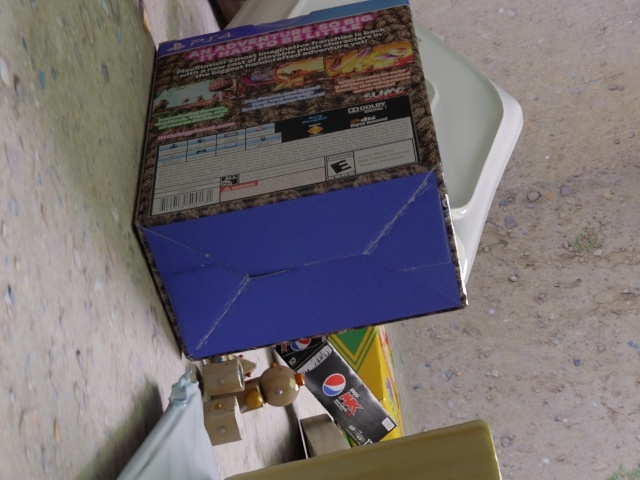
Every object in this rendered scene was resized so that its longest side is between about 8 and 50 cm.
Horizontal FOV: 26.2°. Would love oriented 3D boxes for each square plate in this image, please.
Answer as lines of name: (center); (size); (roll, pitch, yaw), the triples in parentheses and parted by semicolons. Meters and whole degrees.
square plate: (0.061, -0.155, 1.461); (0.347, 0.049, 0.344); (37, 41, -8)

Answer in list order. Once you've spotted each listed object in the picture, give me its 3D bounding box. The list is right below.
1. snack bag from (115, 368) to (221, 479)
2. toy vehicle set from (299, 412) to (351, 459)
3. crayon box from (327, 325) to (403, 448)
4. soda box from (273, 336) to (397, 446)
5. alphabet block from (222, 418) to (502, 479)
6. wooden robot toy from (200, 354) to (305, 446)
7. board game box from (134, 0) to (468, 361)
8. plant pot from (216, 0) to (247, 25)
snack bag: (-0.076, 0.278, 0.861); (0.323, 0.037, 0.342); (-63, 140, -82)
toy vehicle set: (0.021, 0.290, 1.503); (0.267, 0.035, 0.165); (-172, -110, -85)
crayon box: (0.070, 0.227, 2.112); (0.202, 0.081, 0.318); (73, 9, -45)
soda box: (0.018, 0.168, 1.574); (0.169, 0.053, 0.060); (53, -5, -36)
alphabet block: (0.051, 0.269, 0.963); (0.192, 0.197, 0.193); (72, 7, -48)
wooden robot toy: (-0.055, 0.118, 1.165); (0.173, 0.079, 0.076); (-59, 137, -82)
board game box: (-0.016, -0.062, 1.152); (0.291, 0.232, 0.141); (-93, 170, -54)
plant pot: (-0.052, -0.294, 1.665); (0.165, 0.167, 0.167); (55, 23, -57)
